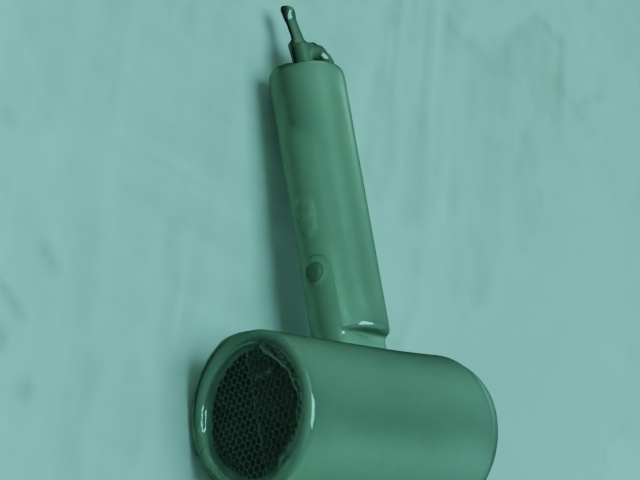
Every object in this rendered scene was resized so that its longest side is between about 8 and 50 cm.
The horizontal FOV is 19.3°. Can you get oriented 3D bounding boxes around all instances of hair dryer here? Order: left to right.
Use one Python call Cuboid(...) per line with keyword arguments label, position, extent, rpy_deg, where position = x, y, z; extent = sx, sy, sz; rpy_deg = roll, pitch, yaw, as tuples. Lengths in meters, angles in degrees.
Cuboid(label="hair dryer", position=(0.000, 0.000, 0.421), extent=(0.063, 0.038, 0.124), rpy_deg=(13, 60, -45))
